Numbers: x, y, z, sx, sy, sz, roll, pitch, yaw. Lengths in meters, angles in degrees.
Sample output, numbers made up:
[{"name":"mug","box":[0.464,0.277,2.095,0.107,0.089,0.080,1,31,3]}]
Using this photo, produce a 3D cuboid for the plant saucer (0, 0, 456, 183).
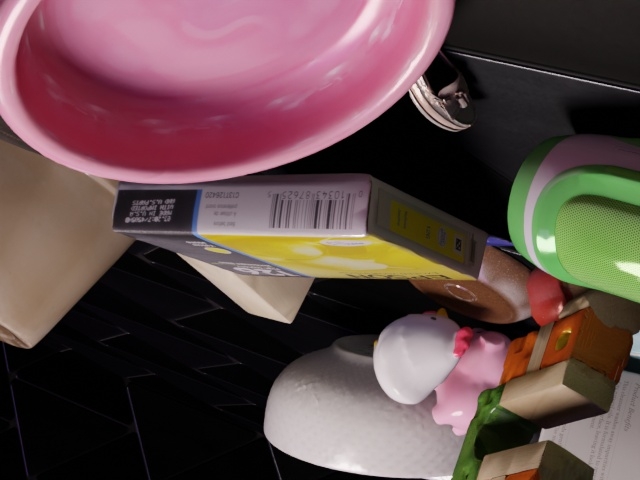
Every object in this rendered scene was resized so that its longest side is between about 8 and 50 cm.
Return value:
[{"name":"plant saucer","box":[-0.072,-0.161,0.843,0.332,0.084,0.332,-13,154,-7]}]

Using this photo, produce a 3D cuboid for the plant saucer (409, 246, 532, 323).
[{"name":"plant saucer","box":[0.170,0.048,1.383,0.199,0.036,0.198,25,162,9]}]

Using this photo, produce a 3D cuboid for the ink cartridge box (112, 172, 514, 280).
[{"name":"ink cartridge box","box":[0.000,0.000,1.213,0.304,0.072,0.307,-1,165,34]}]

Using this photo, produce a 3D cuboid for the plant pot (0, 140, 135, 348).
[{"name":"plant pot","box":[-0.408,-0.018,1.614,0.323,0.280,0.323,24,161,9]}]

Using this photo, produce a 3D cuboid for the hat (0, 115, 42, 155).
[{"name":"hat","box":[-0.174,-0.207,0.947,0.134,0.331,0.331,64,-179,29]}]

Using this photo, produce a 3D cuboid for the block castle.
[{"name":"block castle","box":[0.281,0.246,1.110,0.303,0.453,0.213,30,154,-13]}]

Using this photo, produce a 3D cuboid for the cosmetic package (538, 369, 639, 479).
[{"name":"cosmetic package","box":[0.435,0.288,1.327,0.385,0.217,0.156,14,161,20]}]

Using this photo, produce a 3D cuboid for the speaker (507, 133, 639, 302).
[{"name":"speaker","box":[0.289,0.001,0.891,0.296,0.131,0.131,20,163,45]}]

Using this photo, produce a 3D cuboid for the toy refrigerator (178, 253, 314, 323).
[{"name":"toy refrigerator","box":[-0.120,-0.004,1.536,0.094,0.102,0.269,10,156,41]}]

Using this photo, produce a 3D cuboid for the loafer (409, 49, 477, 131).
[{"name":"loafer","box":[0.094,-0.134,0.975,0.039,0.045,0.125,-5,142,47]}]

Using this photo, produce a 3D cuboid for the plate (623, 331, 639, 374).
[{"name":"plate","box":[0.396,0.153,1.375,0.188,0.024,0.188,23,161,8]}]

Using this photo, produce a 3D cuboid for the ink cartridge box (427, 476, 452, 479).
[{"name":"ink cartridge box","box":[0.239,0.317,1.772,0.371,0.069,0.176,10,-171,24]}]

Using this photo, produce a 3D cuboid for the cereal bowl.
[{"name":"cereal bowl","box":[0.092,0.220,1.689,0.339,0.141,0.339,4,-172,-1]}]

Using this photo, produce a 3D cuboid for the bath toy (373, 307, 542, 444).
[{"name":"bath toy","box":[0.216,0.177,1.483,0.129,0.151,0.348,-31,135,34]}]
